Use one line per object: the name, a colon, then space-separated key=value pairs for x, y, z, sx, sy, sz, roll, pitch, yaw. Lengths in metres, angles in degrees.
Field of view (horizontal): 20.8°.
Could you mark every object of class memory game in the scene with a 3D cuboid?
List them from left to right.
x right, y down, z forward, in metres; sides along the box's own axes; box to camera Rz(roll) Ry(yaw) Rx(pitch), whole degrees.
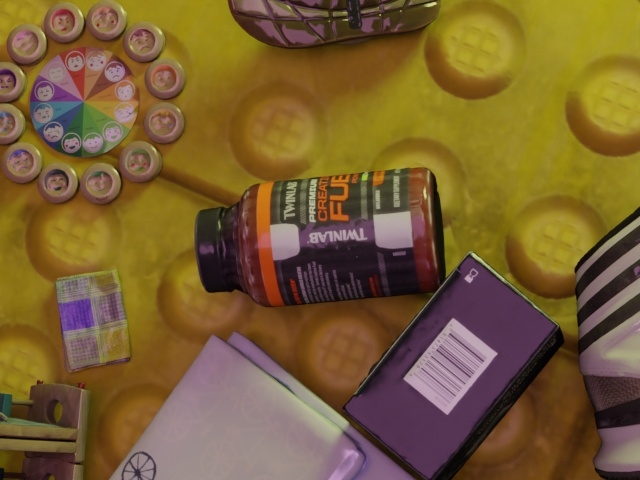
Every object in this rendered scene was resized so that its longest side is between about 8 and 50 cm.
memory game: x=-0.205 y=-0.121 z=1.514 sx=0.186 sy=0.012 sz=0.186 roll=-1 pitch=83 yaw=9

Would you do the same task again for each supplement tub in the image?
supplement tub: x=0.000 y=0.000 z=1.423 sx=0.198 sy=0.106 sz=0.106 roll=-6 pitch=83 yaw=7

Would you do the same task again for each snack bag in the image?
snack bag: x=-0.054 y=0.284 z=1.351 sx=0.342 sy=0.037 sz=0.323 roll=36 pitch=89 yaw=31

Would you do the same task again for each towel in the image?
towel: x=-0.195 y=0.069 z=1.492 sx=0.060 sy=0.009 sz=0.083 roll=-9 pitch=82 yaw=8

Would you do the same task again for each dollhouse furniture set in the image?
dollhouse furniture set: x=-0.307 y=0.174 z=1.457 sx=0.183 sy=0.129 sz=0.129 roll=0 pitch=82 yaw=38

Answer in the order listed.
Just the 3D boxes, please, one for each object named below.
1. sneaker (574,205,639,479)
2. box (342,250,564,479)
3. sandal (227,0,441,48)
sneaker: x=0.408 y=0.024 z=1.328 sx=0.447 sy=0.169 sz=0.257 roll=-12 pitch=84 yaw=9
box: x=0.109 y=0.103 z=1.367 sx=0.093 sy=0.158 sz=0.156 roll=40 pitch=91 yaw=11
sandal: x=0.011 y=-0.197 z=1.478 sx=0.180 sy=0.049 sz=0.072 roll=-3 pitch=88 yaw=-7
